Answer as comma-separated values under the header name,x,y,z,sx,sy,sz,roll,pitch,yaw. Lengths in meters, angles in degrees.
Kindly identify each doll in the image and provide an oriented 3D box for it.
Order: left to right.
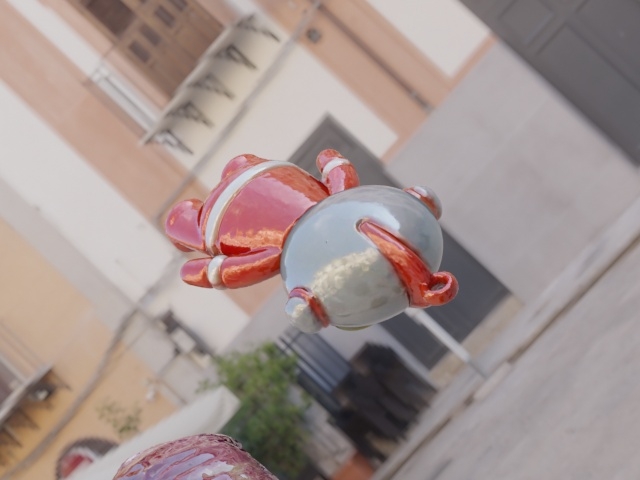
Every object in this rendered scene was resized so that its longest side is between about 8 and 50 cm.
name,x,y,z,sx,sy,sz,roll,pitch,yaw
doll,0.000,0.000,1.133,0.200,0.105,0.336,-41,36,-24

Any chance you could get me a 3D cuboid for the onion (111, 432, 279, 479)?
name,x,y,z,sx,sy,sz,roll,pitch,yaw
onion,-0.059,0.213,0.629,0.163,0.230,0.230,-21,-6,-6
